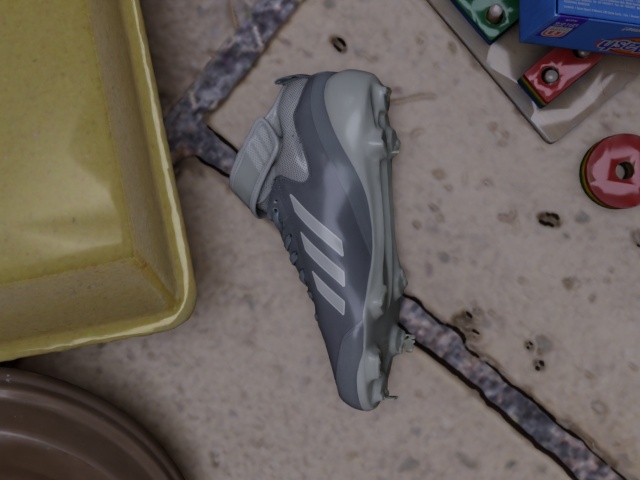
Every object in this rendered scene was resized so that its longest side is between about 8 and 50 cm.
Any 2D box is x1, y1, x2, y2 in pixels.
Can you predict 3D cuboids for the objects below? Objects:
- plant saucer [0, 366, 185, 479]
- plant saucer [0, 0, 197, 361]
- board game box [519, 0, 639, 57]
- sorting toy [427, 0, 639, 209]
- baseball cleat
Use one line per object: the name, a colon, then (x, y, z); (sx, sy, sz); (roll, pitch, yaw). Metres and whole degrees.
plant saucer: (-0.207, 0.209, 0.592); (0.278, 0.041, 0.277); (-2, 105, -8)
plant saucer: (-0.257, -0.083, 0.617); (0.333, 0.081, 0.332); (-11, 89, 5)
board game box: (0.193, -0.207, 0.555); (0.160, 0.047, 0.210); (5, 81, -14)
sorting toy: (0.145, -0.158, 0.600); (0.132, 0.046, 0.274); (-39, 87, 4)
baseball cleat: (0.000, 0.000, 0.612); (0.110, 0.072, 0.205); (0, 89, 21)
